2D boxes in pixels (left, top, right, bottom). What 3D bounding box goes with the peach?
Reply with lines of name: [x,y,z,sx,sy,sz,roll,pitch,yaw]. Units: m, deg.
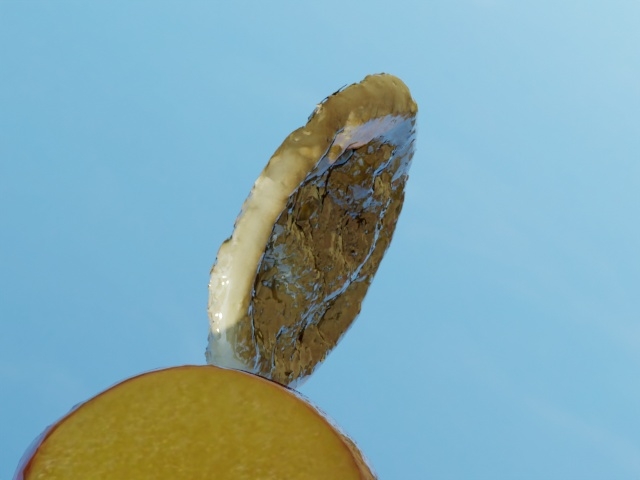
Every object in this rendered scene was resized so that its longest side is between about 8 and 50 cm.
peach: [-0.054,0.148,0.754,0.190,0.190,0.192,38,165,-6]

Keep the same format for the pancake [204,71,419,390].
pancake: [-0.002,-0.001,1.603,0.065,0.356,0.356,24,-160,23]
